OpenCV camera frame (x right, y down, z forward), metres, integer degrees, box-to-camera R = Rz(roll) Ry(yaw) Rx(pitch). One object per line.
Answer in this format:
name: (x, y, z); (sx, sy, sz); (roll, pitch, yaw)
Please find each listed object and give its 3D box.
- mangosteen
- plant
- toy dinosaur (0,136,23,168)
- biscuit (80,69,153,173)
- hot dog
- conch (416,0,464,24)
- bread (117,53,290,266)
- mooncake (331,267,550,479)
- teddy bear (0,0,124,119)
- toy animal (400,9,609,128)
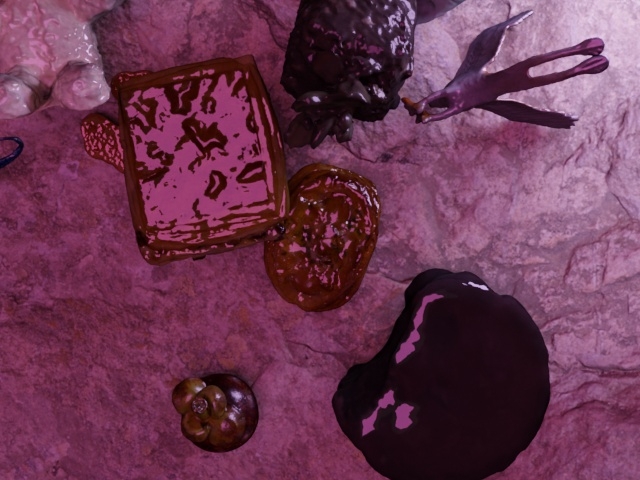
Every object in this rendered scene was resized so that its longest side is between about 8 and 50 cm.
mangosteen: (-0.199, 0.327, 1.607); (0.156, 0.181, 0.146); (11, 104, 16)
plant: (0.044, -0.282, 1.442); (0.213, 0.215, 0.312); (12, 61, -8)
toy dinosaur: (-0.686, -0.078, 1.611); (0.363, 0.147, 0.076); (-33, 96, 0)
biscuit: (-0.277, -0.166, 1.616); (0.334, 0.047, 0.202); (35, 99, 1)
hot dog: (0.000, 0.000, 1.582); (0.196, 0.122, 0.272); (20, 97, 3)
conch: (0.166, -0.464, 1.509); (0.221, 0.121, 0.185); (3, 113, 10)
bread: (-0.197, -0.137, 1.504); (0.277, 0.167, 0.324); (-12, 97, 1)
mooncake: (0.224, 0.252, 1.552); (0.350, 0.212, 0.381); (44, 95, -7)
teddy bear: (-0.491, -0.421, 1.466); (0.327, 0.375, 0.362); (-9, 111, -8)
toy animal: (0.292, -0.246, 1.448); (0.302, 0.284, 0.225); (-20, 98, 5)
